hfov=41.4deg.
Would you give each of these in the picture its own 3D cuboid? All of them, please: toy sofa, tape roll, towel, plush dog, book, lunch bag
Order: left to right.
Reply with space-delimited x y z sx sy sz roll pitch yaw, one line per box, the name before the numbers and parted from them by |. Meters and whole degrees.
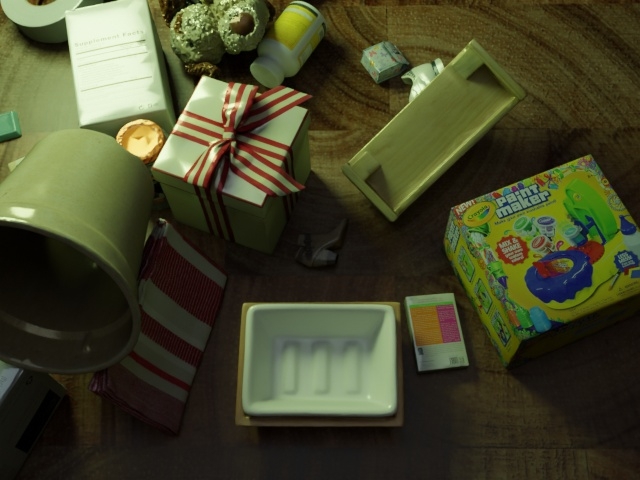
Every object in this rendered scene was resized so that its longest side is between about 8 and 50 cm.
tape roll | -0.602 -0.555 1.903 0.219 0.072 0.219 -4 70 12
towel | -0.270 0.156 1.501 0.037 0.237 0.328 2 63 29
plush dog | -0.228 -0.471 1.826 0.226 0.211 0.262 -29 78 16
lunch bag | 0.141 -0.392 1.836 0.083 0.053 0.071 -24 68 -19
toy sofa | 0.216 -0.210 1.648 0.362 0.177 0.150 -44 91 8
book | 0.216 0.173 1.584 0.096 0.035 0.144 -6 65 -4

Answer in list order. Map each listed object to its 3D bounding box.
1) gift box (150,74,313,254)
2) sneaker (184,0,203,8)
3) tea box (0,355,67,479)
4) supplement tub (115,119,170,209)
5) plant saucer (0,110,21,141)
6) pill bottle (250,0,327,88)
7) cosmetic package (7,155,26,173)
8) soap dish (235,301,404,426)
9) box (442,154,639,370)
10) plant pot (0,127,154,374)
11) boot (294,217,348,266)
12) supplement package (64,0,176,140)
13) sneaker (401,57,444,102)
gift box | -0.138 -0.149 1.620 0.277 0.258 0.255 14 67 9
sneaker | -0.297 -0.591 1.933 0.106 0.078 0.234 20 81 39
tea box | -0.679 0.306 1.447 0.324 0.220 0.328 22 68 12
supplement tub | -0.335 -0.149 1.662 0.117 0.190 0.116 -1 65 2
plant saucer | -0.740 -0.226 1.807 0.192 0.018 0.067 -17 66 -7
pill bottle | -0.072 -0.420 1.827 0.103 0.103 0.184 28 69 14
cosmetic package | -0.478 -0.013 1.623 0.113 0.160 0.309 -24 66 -8
soap dish | 0.000 0.226 1.518 0.291 0.118 0.228 0 65 2
box | 0.420 0.041 1.559 0.290 0.177 0.279 -22 65 -8
plant pot | -0.411 -0.008 1.360 0.334 0.333 0.305 6 43 5
boot | 0.000 0.000 1.667 0.087 0.042 0.118 11 59 15
supplement package | -0.408 -0.325 1.753 0.176 0.177 0.292 -13 65 -3
sneaker | 0.240 -0.266 1.767 0.095 0.090 0.235 -17 62 10
